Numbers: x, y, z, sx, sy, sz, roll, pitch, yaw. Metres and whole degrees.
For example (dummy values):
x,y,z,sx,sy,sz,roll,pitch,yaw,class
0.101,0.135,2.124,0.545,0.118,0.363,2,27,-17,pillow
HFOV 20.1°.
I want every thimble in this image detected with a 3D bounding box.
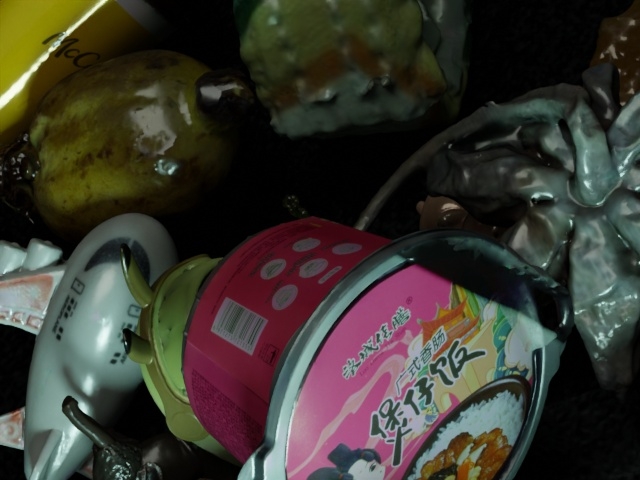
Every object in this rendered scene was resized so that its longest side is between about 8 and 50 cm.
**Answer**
x,y,z,sx,sy,sz,roll,pitch,yaw,class
0.030,-0.221,1.582,0.167,0.254,0.288,-9,65,20,thimble

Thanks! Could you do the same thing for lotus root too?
x,y,z,sx,sy,sz,roll,pitch,yaw,class
-0.168,-0.082,1.632,0.314,0.141,0.169,-15,73,39,lotus root

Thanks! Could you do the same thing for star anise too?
x,y,z,sx,sy,sz,roll,pitch,yaw,class
0.196,-0.015,1.372,0.316,0.139,0.359,39,97,29,star anise

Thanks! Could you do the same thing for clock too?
x,y,z,sx,sy,sz,roll,pitch,yaw,class
-0.079,0.087,1.452,0.069,0.232,0.170,-30,49,37,clock

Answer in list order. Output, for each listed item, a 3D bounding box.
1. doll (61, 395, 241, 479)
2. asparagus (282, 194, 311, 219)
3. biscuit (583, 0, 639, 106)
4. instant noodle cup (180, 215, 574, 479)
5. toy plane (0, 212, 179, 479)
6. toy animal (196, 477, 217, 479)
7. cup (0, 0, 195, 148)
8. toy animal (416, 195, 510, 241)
x,y,z,sx,sy,sz,roll,pitch,yaw,class
-0.122,0.183,1.480,0.139,0.057,0.165,-20,89,-15,doll
0.000,0.000,1.605,0.018,0.015,0.127,-35,52,-2,asparagus
0.395,-0.083,1.442,0.394,0.076,0.368,5,68,26,biscuit
0.015,0.092,1.314,0.302,0.258,0.182,-20,29,-33,instant noodle cup
-0.195,0.095,1.550,0.252,0.118,0.252,0,88,0,toy plane
-0.053,0.275,1.367,0.298,0.122,0.185,-5,25,8,toy animal
-0.261,-0.206,1.753,0.280,0.196,0.196,-45,53,2,cup
0.137,-0.010,1.510,0.150,0.083,0.089,27,60,35,toy animal
